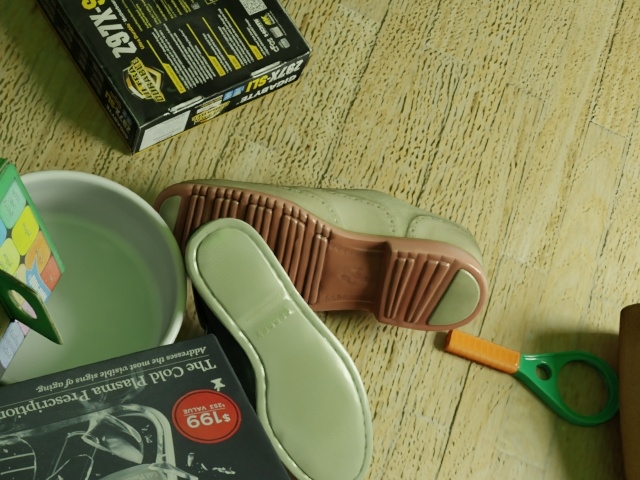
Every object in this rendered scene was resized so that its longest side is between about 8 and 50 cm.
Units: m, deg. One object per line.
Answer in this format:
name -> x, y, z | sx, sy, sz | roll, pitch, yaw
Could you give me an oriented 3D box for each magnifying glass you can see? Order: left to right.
magnifying glass -> 0.260, 0.159, 1.667 | 0.231, 0.026, 0.092 | 21, 62, -9

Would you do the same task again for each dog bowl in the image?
dog bowl -> -0.284, 0.062, 1.490 | 0.264, 0.104, 0.265 | 7, 64, -15

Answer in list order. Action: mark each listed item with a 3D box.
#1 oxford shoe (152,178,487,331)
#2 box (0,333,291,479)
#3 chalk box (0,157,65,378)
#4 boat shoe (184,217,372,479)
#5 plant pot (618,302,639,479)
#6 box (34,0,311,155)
oxford shoe -> 0.000, 0.000, 1.619 | 0.396, 0.141, 0.146 | 17, 31, -5
box -> -0.205, 0.290, 1.308 | 0.343, 0.179, 0.312 | -13, 48, -23
chalk box -> -0.369, 0.026, 1.290 | 0.288, 0.180, 0.179 | 13, 56, 17
boat shoe -> -0.054, 0.126, 1.525 | 0.127, 0.113, 0.340 | -36, 103, -11
plant pot -> 0.445, 0.224, 1.598 | 0.237, 0.237, 0.254 | 17, 77, -10
box -> -0.202, -0.296, 1.699 | 0.257, 0.079, 0.322 | -28, 77, -25
